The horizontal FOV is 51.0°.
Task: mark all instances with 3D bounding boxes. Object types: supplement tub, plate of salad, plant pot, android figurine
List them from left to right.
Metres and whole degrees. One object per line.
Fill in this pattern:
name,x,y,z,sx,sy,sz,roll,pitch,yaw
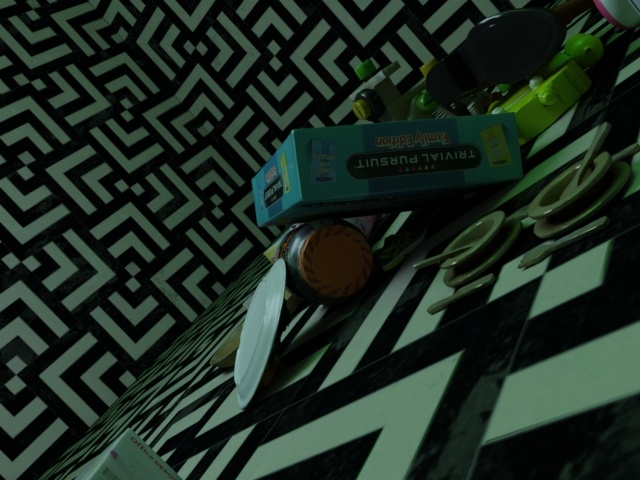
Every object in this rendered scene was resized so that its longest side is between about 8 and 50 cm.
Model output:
plant pot,-0.102,0.148,1.208,0.236,0.032,0.236,-42,5,5
plate of salad,-0.069,0.122,0.876,0.200,0.048,0.200,-164,90,-78
supplement tub,0.004,0.029,0.922,0.117,0.117,0.190,-44,5,-10
android figurine,0.287,-0.191,0.946,0.248,0.056,0.273,-40,4,24

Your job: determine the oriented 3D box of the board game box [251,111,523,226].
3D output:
board game box,0.060,-0.079,0.868,0.253,0.079,0.336,-7,-2,-13

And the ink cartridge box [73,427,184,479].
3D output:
ink cartridge box,-0.218,0.279,0.708,0.090,0.092,0.143,-42,4,12

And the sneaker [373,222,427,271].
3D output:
sneaker,0.102,0.002,0.855,0.083,0.035,0.031,-45,6,-19

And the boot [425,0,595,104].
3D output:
boot,0.327,-0.300,0.978,0.280,0.096,0.264,-30,-1,-23

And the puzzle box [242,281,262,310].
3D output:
puzzle box,0.000,0.000,1.525,0.272,0.052,0.409,-41,6,28

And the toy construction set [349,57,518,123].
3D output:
toy construction set,0.174,-0.252,1.243,0.257,0.237,0.309,-42,5,2

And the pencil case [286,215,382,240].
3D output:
pencil case,0.031,-0.028,1.171,0.124,0.124,0.284,-40,5,28

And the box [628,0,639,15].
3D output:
box,0.268,-0.171,0.331,0.087,0.169,0.290,-40,4,1

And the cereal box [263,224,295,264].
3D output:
cereal box,0.000,-0.053,1.405,0.240,0.047,0.173,-46,7,-31

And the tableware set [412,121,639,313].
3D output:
tableware set,0.165,-0.021,0.562,0.194,0.039,0.128,-37,8,47

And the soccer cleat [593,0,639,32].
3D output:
soccer cleat,0.473,-0.407,0.943,0.143,0.116,0.331,-37,7,48
